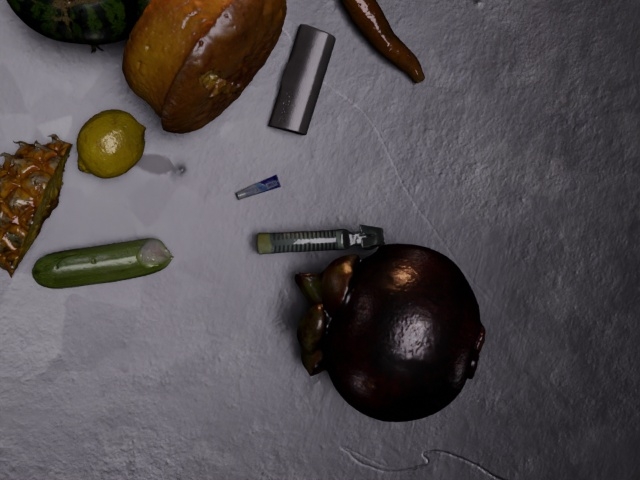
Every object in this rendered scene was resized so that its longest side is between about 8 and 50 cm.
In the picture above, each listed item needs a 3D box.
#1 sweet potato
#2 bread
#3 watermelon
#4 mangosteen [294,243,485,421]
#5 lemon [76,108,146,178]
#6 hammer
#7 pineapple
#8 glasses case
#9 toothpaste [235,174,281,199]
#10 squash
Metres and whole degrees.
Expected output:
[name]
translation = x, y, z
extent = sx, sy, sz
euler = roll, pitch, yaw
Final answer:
[sweet potato]
translation = 0.099, -0.385, 1.843
extent = 0.057, 0.057, 0.264
euler = -40, 105, -9
[bread]
translation = -0.187, -0.320, 1.669
extent = 0.172, 0.312, 0.312
euler = 38, 84, 4
[watermelon]
translation = -0.377, -0.439, 1.625
extent = 0.269, 0.269, 0.269
euler = -1, 93, -13
[mangosteen]
translation = 0.107, 0.149, 1.764
extent = 0.347, 0.307, 0.307
euler = 17, 89, 10
[lemon]
translation = -0.354, -0.161, 1.718
extent = 0.133, 0.109, 0.109
euler = -35, 100, -3
[hammer]
translation = 0.000, 0.000, 1.805
extent = 0.226, 0.159, 0.041
euler = -2, 86, 0
[pineapple]
translation = -0.517, -0.079, 1.672
extent = 0.164, 0.140, 0.250
euler = 32, 89, -12
[glasses case]
translation = -0.032, -0.285, 1.825
extent = 0.072, 0.042, 0.191
euler = 17, 89, -6
[toothpaste]
translation = -0.111, -0.092, 1.829
extent = 0.083, 0.015, 0.024
euler = -23, 97, -17
[squash]
translation = -0.370, 0.040, 1.745
extent = 0.239, 0.069, 0.069
euler = -8, 95, -12
